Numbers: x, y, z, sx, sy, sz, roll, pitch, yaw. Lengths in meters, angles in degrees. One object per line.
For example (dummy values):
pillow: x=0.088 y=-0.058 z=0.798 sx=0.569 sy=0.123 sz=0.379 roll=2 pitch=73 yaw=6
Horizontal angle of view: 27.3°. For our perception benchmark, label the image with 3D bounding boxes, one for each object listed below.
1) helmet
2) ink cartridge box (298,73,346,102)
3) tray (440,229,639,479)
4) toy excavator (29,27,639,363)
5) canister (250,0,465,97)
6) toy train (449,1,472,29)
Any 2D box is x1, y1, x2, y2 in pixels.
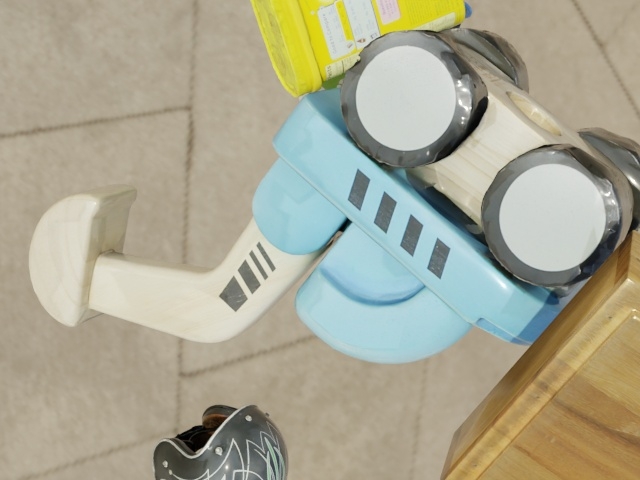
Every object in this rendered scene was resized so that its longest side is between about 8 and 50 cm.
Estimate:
helmet: x=-0.121 y=0.296 z=1.733 sx=0.169 sy=0.162 sz=0.169 roll=-3 pitch=93 yaw=-56
ink cartridge box: x=0.017 y=-0.154 z=1.366 sx=0.097 sy=0.255 sz=0.188 roll=-37 pitch=150 yaw=-14
tray: x=0.303 y=0.194 z=0.844 sx=0.202 sy=0.411 sz=0.076 roll=-54 pitch=-178 yaw=30
toy excavator: x=0.000 y=0.000 z=1.147 sx=0.445 sy=0.433 sz=0.222 roll=-53 pitch=170 yaw=19
canister: x=0.032 y=-0.215 z=1.153 sx=0.170 sy=0.073 sz=0.126 roll=-24 pitch=117 yaw=-11
toy train: x=0.127 y=-0.281 z=1.736 sx=0.105 sy=0.184 sz=0.080 roll=25 pitch=73 yaw=-7
